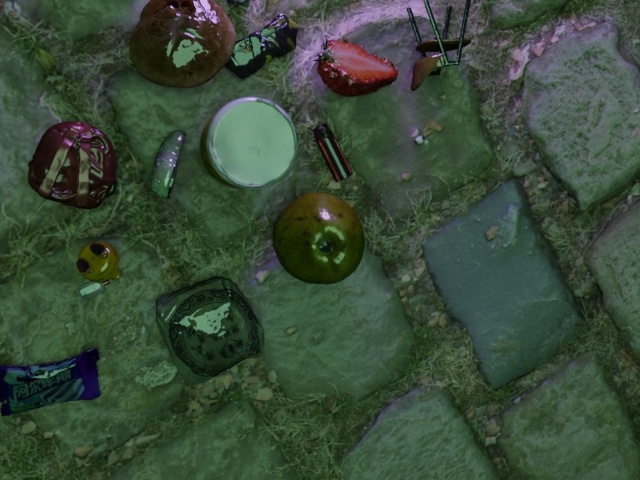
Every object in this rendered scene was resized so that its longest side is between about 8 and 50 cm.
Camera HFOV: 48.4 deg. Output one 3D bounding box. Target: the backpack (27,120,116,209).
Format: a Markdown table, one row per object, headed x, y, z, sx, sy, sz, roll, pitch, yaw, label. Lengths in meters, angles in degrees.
| x | y | z | sx | sy | sz | roll | pitch | yaw | label |
| --- | --- | --- | --- | --- | --- | --- | --- | --- | --- |
| -0.622 | -0.195 | 1.801 | 0.229 | 0.139 | 0.229 | -2 | 99 | -11 | backpack |

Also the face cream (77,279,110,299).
| x | y | z | sx | sy | sz | roll | pitch | yaw | label |
| --- | --- | --- | --- | --- | --- | --- | --- | --- | --- |
| -0.600 | 0.126 | 1.892 | 0.083 | 0.021 | 0.040 | -24 | 99 | -10 | face cream |

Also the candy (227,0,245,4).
| x | y | z | sx | sy | sz | roll | pitch | yaw | label |
| --- | --- | --- | --- | --- | --- | --- | --- | --- | --- |
| -0.285 | -0.700 | 1.894 | 0.226 | 0.051 | 0.094 | 21 | 79 | -16 | candy |

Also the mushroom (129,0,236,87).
| x | y | z | sx | sy | sz | roll | pitch | yaw | label |
| --- | --- | --- | --- | --- | --- | --- | --- | --- | --- |
| -0.359 | -0.524 | 1.836 | 0.278 | 0.146 | 0.278 | 1 | 84 | -5 | mushroom |

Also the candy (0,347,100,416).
| x | y | z | sx | sy | sz | roll | pitch | yaw | label |
| --- | --- | --- | --- | --- | --- | --- | --- | --- | --- |
| -0.711 | 0.371 | 1.863 | 0.275 | 0.070 | 0.145 | -9 | 105 | -15 | candy |

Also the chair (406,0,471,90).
| x | y | z | sx | sy | sz | roll | pitch | yaw | label |
| --- | --- | --- | --- | --- | --- | --- | --- | --- | --- |
| 0.328 | -0.551 | 1.994 | 0.172 | 0.159 | 0.247 | -7 | 95 | -10 | chair |

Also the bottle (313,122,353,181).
| x | y | z | sx | sy | sz | roll | pitch | yaw | label |
| --- | --- | --- | --- | --- | --- | --- | --- | --- | --- |
| 0.032 | -0.248 | 1.995 | 0.060 | 0.060 | 0.164 | -28 | 99 | -10 | bottle |

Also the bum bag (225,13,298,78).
| x | y | z | sx | sy | sz | roll | pitch | yaw | label |
| --- | --- | --- | --- | --- | --- | --- | --- | --- | --- |
| -0.159 | -0.525 | 1.929 | 0.232 | 0.060 | 0.107 | -30 | 109 | -8 | bum bag |

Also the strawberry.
| x | y | z | sx | sy | sz | roll | pitch | yaw | label |
| --- | --- | --- | --- | --- | --- | --- | --- | --- | --- |
| 0.086 | -0.458 | 1.978 | 0.236 | 0.107 | 0.175 | 28 | 51 | -15 | strawberry |

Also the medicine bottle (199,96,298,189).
| x | y | z | sx | sy | sz | roll | pitch | yaw | label |
| --- | --- | --- | --- | --- | --- | --- | --- | --- | --- |
| -0.191 | -0.234 | 1.778 | 0.213 | 0.378 | 0.214 | -1 | 95 | -13 | medicine bottle |

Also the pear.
| x | y | z | sx | sy | sz | roll | pitch | yaw | label |
| --- | --- | --- | --- | --- | --- | --- | --- | --- | --- |
| 0.000 | 0.000 | 1.883 | 0.252 | 0.307 | 0.253 | -2 | 101 | -8 | pear |

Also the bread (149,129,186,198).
| x | y | z | sx | sy | sz | roll | pitch | yaw | label |
| --- | --- | --- | --- | --- | --- | --- | --- | --- | --- |
| -0.406 | -0.185 | 1.863 | 0.064 | 0.172 | 0.232 | 17 | 46 | -14 | bread |

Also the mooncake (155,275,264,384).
| x | y | z | sx | sy | sz | roll | pitch | yaw | label |
| --- | --- | --- | --- | --- | --- | --- | --- | --- | --- |
| -0.298 | 0.234 | 1.915 | 0.254 | 0.136 | 0.250 | -26 | 103 | -10 | mooncake |

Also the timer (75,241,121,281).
| x | y | z | sx | sy | sz | roll | pitch | yaw | label |
| --- | --- | --- | --- | --- | --- | --- | --- | --- | --- |
| -0.578 | 0.059 | 1.868 | 0.107 | 0.109 | 0.107 | -2 | 74 | 8 | timer |
